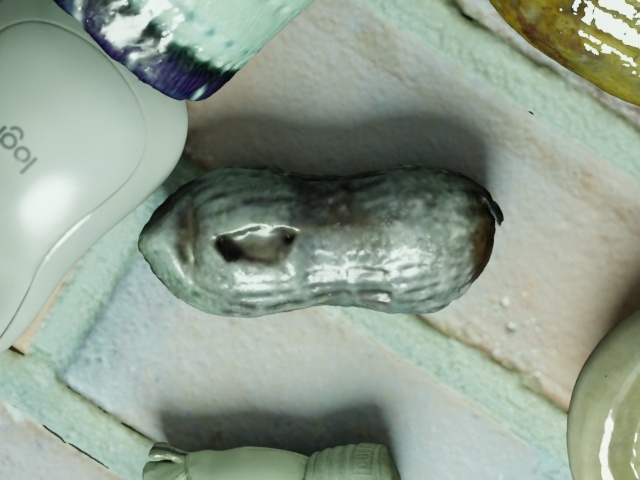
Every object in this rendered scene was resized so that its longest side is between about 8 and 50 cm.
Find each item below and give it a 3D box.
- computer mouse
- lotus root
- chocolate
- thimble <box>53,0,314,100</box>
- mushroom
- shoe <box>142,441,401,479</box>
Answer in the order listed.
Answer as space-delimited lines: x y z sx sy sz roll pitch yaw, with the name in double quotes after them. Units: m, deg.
-0.225 -0.037 1.272 0.297 0.121 0.184 -39 98 11 "computer mouse"
0.185 -0.181 1.197 0.260 0.128 0.145 35 113 -1 "lotus root"
0.000 0.000 1.267 0.248 0.110 0.110 2 103 3 "chocolate"
-0.096 -0.205 1.175 0.150 0.237 0.237 -37 97 15 "thimble"
0.264 0.135 1.215 0.207 0.215 0.207 1 95 8 "mushroom"
-0.059 0.301 1.331 0.210 0.132 0.342 8 99 8 "shoe"
